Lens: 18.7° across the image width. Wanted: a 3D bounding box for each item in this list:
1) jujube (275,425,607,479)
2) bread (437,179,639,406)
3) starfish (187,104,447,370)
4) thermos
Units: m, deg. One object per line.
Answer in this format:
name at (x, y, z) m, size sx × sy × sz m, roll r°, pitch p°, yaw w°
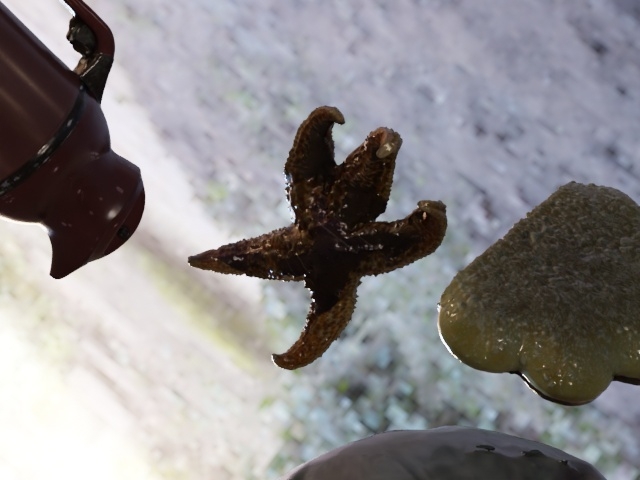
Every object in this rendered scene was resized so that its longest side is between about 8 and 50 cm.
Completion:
jujube at (0.024, 0.229, 0.889) m, size 0.215 × 0.246 × 0.308 m, roll 64°, pitch 150°, yaw 27°
bread at (0.250, 0.053, 1.814) m, size 0.207 × 0.286 × 0.056 m, roll 34°, pitch 140°, yaw 17°
starfish at (0.001, 0.000, 1.654) m, size 0.216 × 0.238 × 0.071 m, roll 14°, pitch -164°, yaw 20°
thermos at (-0.231, -0.120, 1.253) m, size 0.109 × 0.136 × 0.330 m, roll -17°, pitch 126°, yaw 45°
